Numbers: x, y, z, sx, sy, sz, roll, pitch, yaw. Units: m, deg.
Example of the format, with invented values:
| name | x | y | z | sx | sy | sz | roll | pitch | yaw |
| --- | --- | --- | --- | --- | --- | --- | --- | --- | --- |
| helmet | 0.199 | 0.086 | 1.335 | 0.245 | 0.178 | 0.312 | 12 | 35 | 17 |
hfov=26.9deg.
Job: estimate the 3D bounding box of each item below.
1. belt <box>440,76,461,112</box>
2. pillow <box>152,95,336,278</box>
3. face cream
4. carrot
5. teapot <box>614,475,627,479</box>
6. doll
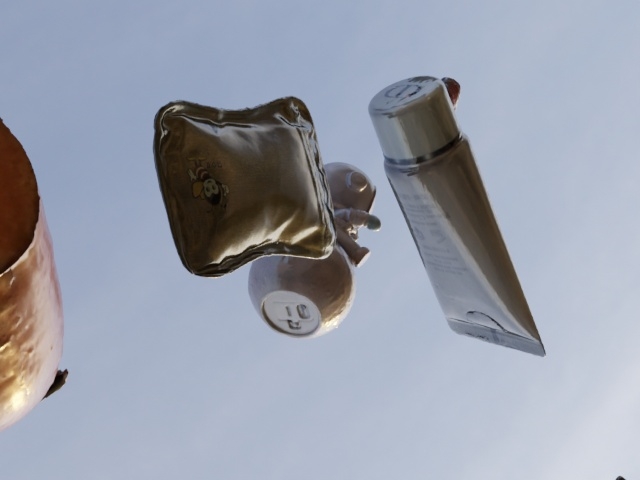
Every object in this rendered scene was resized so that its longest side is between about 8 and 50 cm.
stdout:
| name | x | y | z | sx | sy | sz | roll | pitch | yaw |
| --- | --- | --- | --- | --- | --- | --- | --- | --- | --- |
| belt | 0.139 | -0.097 | 1.628 | 0.053 | 0.071 | 0.232 | -31 | -43 | -25 |
| pillow | -0.050 | -0.043 | 0.971 | 0.217 | 0.033 | 0.130 | -9 | -93 | -59 |
| face cream | 0.134 | -0.015 | 1.371 | 0.089 | 0.143 | 0.314 | -37 | -61 | -30 |
| carrot | -0.302 | 0.063 | 1.074 | 0.193 | 0.214 | 0.331 | -23 | -39 | -30 |
| teapot | 0.235 | 0.212 | 0.901 | 0.068 | 0.076 | 0.121 | -14 | -108 | -16 |
| doll | 0.000 | 0.000 | 1.793 | 0.151 | 0.151 | 0.287 | 51 | -140 | -26 |
